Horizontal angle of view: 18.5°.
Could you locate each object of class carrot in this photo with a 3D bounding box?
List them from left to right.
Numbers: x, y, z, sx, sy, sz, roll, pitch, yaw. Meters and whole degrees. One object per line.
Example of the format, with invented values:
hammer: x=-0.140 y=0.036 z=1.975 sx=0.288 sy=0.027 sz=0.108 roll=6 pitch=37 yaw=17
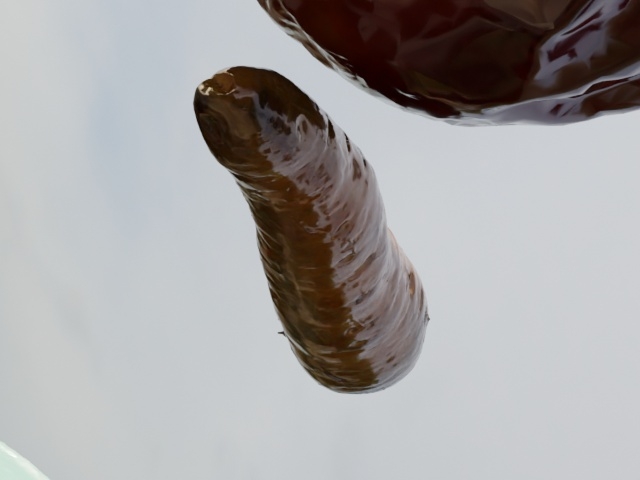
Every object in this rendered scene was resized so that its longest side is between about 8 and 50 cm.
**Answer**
carrot: x=0.000 y=0.000 z=0.550 sx=0.191 sy=0.047 sz=0.047 roll=67 pitch=0 yaw=-67

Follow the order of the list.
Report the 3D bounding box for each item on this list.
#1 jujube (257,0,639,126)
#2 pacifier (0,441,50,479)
jujube: x=0.087 y=-0.130 z=0.484 sx=0.250 sy=0.174 sz=0.174 roll=-35 pitch=-113 yaw=32
pacifier: x=-0.231 y=0.118 z=0.660 sx=0.343 sy=0.288 sz=0.269 roll=-130 pitch=-116 yaw=-82
